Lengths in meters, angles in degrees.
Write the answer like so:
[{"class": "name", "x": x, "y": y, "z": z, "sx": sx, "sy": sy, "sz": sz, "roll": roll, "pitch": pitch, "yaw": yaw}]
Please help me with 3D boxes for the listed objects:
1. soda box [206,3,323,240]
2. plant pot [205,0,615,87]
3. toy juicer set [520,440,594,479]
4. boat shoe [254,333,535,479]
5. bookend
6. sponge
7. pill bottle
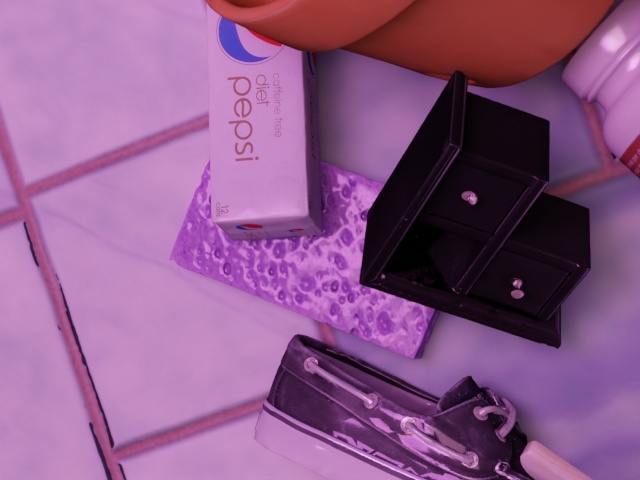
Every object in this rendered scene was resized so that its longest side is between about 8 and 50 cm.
[{"class": "soda box", "x": -0.042, "y": -0.112, "z": 1.110, "sx": 0.074, "sy": 0.069, "sz": 0.216, "roll": -4, "pitch": 78, "yaw": 8}, {"class": "plant pot", "x": 0.080, "y": -0.233, "z": 0.998, "sx": 0.203, "sy": 0.291, "sz": 0.291, "roll": 26, "pitch": 98, "yaw": -32}, {"class": "toy juicer set", "x": 0.189, "y": 0.304, "z": 1.002, "sx": 0.209, "sy": 0.089, "sz": 0.329, "roll": 17, "pitch": 123, "yaw": 6}, {"class": "boat shoe", "x": 0.101, "y": 0.151, "z": 1.086, "sx": 0.301, "sy": 0.108, "sz": 0.102, "roll": 21, "pitch": 96, "yaw": 19}, {"class": "bookend", "x": 0.128, "y": -0.016, "z": 1.023, "sx": 0.157, "sy": 0.072, "sz": 0.156, "roll": 19, "pitch": 138, "yaw": -12}, {"class": "sponge", "x": 0.000, "y": 0.000, "z": 1.141, "sx": 0.210, "sy": 0.031, "sz": 0.117, "roll": 22, "pitch": 94, "yaw": 13}, {"class": "pill bottle", "x": 0.276, "y": -0.074, "z": 1.032, "sx": 0.216, "sy": 0.121, "sz": 0.121, "roll": 43, "pitch": 99, "yaw": 9}]
